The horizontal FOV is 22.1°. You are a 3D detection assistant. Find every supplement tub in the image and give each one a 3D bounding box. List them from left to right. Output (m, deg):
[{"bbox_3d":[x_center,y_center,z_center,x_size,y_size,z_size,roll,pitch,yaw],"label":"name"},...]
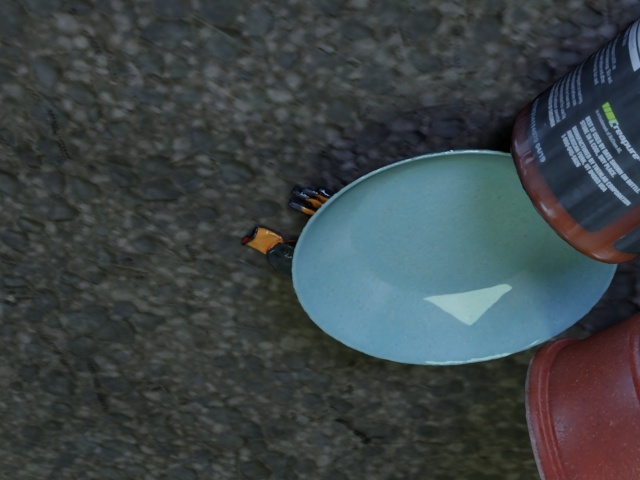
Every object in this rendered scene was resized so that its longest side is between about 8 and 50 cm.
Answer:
[{"bbox_3d":[0.199,-0.076,0.837,0.106,0.106,0.198,32,132,-26],"label":"supplement tub"}]

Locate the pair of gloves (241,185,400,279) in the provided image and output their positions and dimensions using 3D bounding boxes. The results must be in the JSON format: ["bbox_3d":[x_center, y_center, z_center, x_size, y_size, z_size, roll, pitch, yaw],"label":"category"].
[{"bbox_3d":[0.000,0.000,1.011,0.074,0.010,0.083,27,134,-22],"label":"pair of gloves"}]

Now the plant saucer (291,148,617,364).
[{"bbox_3d":[0.079,0.003,0.977,0.195,0.037,0.195,-2,139,-2],"label":"plant saucer"}]

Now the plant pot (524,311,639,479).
[{"bbox_3d":[0.305,0.110,0.933,0.265,0.272,0.272,-35,124,25],"label":"plant pot"}]
